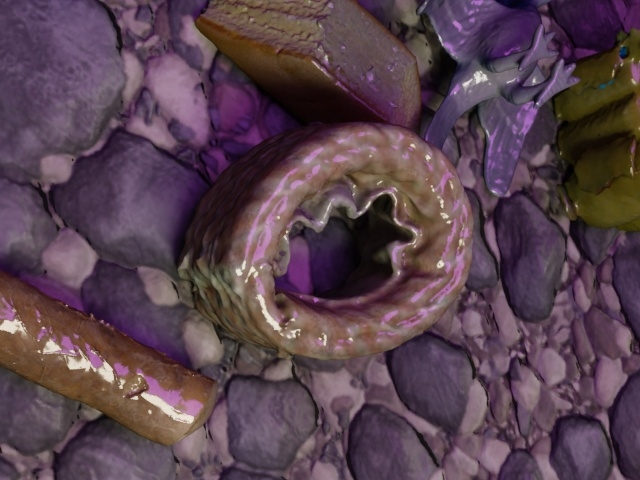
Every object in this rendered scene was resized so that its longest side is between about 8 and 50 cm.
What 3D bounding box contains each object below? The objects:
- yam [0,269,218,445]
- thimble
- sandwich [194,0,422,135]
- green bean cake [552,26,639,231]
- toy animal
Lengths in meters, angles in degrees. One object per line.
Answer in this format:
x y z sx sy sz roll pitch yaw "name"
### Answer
-0.239 0.069 1.146 0.356 0.081 0.081 29 66 -22 "yam"
0.006 0.002 1.261 0.229 0.148 0.196 -39 107 -21 "thimble"
0.013 -0.155 1.342 0.258 0.096 0.094 37 58 -23 "sandwich"
0.395 -0.159 1.513 0.310 0.202 0.285 0 78 -32 "green bean cake"
0.169 -0.173 1.431 0.255 0.176 0.239 -38 120 -15 "toy animal"
